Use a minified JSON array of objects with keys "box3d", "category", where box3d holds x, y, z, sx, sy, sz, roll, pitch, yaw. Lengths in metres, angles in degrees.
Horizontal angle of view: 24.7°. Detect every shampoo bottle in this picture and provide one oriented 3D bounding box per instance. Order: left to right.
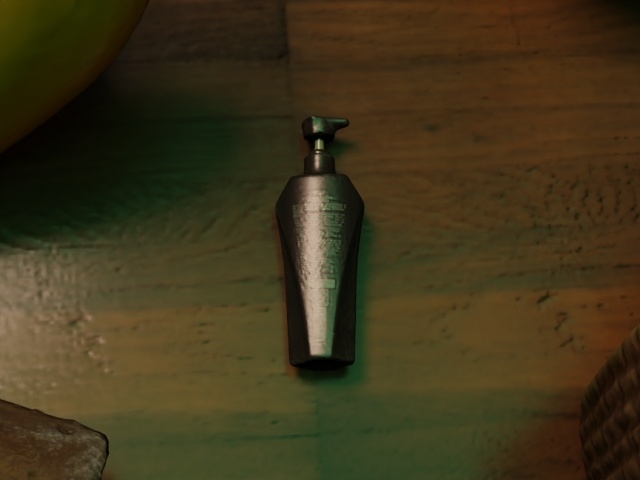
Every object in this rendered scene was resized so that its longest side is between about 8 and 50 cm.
[{"box3d":[0.000,0.000,0.779,0.048,0.027,0.137,-2,72,3],"category":"shampoo bottle"}]

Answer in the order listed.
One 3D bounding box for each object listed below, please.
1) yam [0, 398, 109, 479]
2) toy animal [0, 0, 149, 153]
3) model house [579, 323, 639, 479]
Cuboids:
[{"box3d":[-0.244,0.108,0.671,0.280,0.131,0.131,17,71,-1],"category":"yam"},{"box3d":[-0.265,-0.160,0.697,0.345,0.277,0.247,0,53,-32],"category":"toy animal"},{"box3d":[0.278,0.093,0.659,0.321,0.261,0.266,36,74,11],"category":"model house"}]
